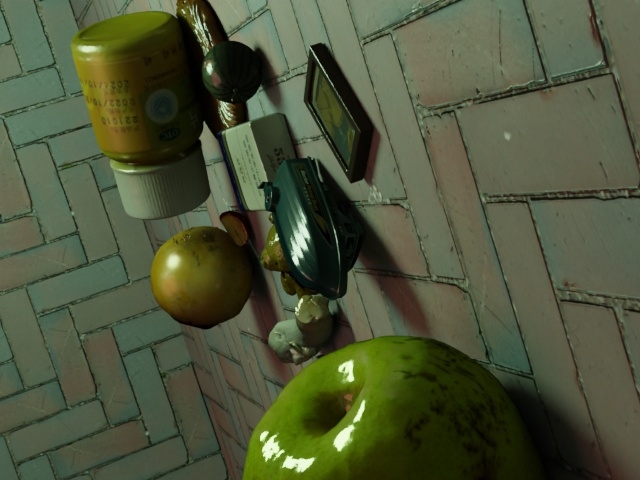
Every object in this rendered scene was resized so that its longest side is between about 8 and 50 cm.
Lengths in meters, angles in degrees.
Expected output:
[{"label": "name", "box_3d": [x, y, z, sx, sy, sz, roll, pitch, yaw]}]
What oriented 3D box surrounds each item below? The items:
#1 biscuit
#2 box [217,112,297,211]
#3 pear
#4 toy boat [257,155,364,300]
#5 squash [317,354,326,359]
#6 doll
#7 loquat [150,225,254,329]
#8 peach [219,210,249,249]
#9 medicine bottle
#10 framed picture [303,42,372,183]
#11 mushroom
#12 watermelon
[{"label": "biscuit", "box_3d": [-0.224, -0.339, 2.214, 0.318, 0.040, 0.318, 161, 90, -75]}, {"label": "box", "box_3d": [-0.109, -0.136, 2.017, 0.259, 0.071, 0.168, -173, 65, -73]}, {"label": "pear", "box_3d": [0.103, 0.315, 1.383, 0.391, 0.391, 0.391, 160, 90, -74]}, {"label": "toy boat", "box_3d": [-0.005, -0.010, 1.727, 0.296, 0.122, 0.114, -114, 33, -49]}, {"label": "squash", "box_3d": [0.062, 0.350, 2.029, 0.071, 0.080, 0.318, -33, 75, 34]}, {"label": "doll", "box_3d": [-0.058, 0.049, 2.034, 0.137, 0.097, 0.209, 48, 158, 41]}, {"label": "loquat", "box_3d": [-0.260, 0.082, 2.481, 0.235, 0.235, 0.235, 160, 90, -74]}, {"label": "peach", "box_3d": [-0.180, -0.027, 2.405, 0.077, 0.050, 0.083, 54, -169, -47]}, {"label": "medicine bottle", "box_3d": [-0.352, -0.251, 2.256, 0.224, 0.224, 0.384, -138, 34, -59]}, {"label": "framed picture", "box_3d": [0.023, -0.184, 1.617, 0.128, 0.023, 0.168, 98, 148, -58]}, {"label": "mushroom", "box_3d": [-0.028, 0.167, 2.074, 0.096, 0.099, 0.278, 42, 157, 2]}, {"label": "watermelon", "box_3d": [-0.151, -0.281, 1.912, 0.105, 0.105, 0.133, 89, 173, -48]}]
